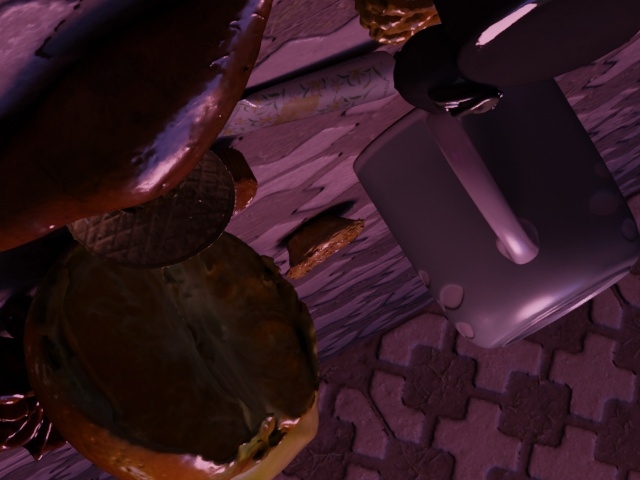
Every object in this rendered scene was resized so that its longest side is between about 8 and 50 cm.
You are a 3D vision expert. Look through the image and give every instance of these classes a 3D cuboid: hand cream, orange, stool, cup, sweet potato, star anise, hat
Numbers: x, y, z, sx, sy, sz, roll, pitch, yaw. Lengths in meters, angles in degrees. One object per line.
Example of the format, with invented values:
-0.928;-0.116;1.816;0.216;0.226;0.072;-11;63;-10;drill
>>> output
-0.001;-0.130;1.440;0.194;0.042;0.067;-21;169;-28;hand cream
-0.148;0.119;1.547;0.196;0.262;0.334;-52;173;22;orange
0.133;-0.190;1.170;0.228;0.139;0.153;-27;158;17;stool
0.208;-0.038;1.845;0.259;0.274;0.356;-32;171;8;cup
-0.135;-0.077;1.111;0.359;0.112;0.112;-39;168;28;sweet potato
-0.297;0.130;1.673;0.190;0.126;0.220;-27;142;-20;star anise
-0.146;-0.051;1.362;0.146;0.067;0.146;-6;130;-7;hat

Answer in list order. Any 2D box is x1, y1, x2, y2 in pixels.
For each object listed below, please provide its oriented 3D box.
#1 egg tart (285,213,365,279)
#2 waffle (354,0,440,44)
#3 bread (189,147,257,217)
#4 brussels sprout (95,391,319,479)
0.000;0.000;2.105;0.129;0.049;0.129;-35;174;-4;egg tart
0.115;-0.219;1.297;0.194;0.051;0.149;-29;172;-7;waffle
-0.103;-0.051;1.501;0.085;0.053;0.085;-29;158;-13;bread
-0.142;0.184;1.961;0.227;0.259;0.294;6;163;46;brussels sprout
